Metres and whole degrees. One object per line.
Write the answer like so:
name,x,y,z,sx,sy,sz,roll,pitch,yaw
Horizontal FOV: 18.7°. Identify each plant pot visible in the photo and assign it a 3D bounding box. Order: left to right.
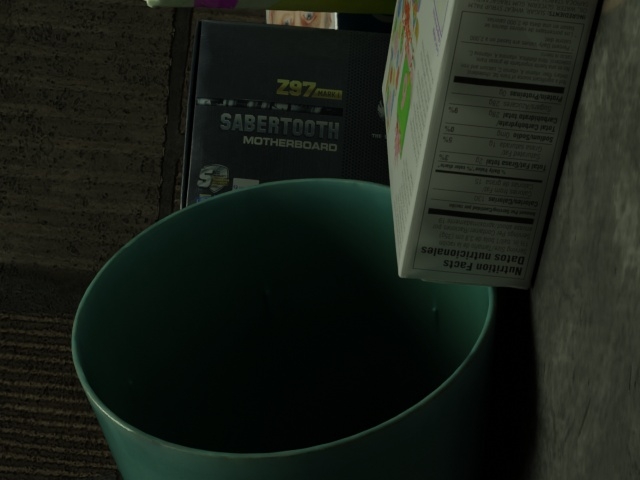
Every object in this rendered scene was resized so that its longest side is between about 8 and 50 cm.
plant pot,-0.009,0.134,1.390,0.293,0.293,0.235,-92,-7,-52

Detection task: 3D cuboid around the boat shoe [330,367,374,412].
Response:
boat shoe,0.047,0.097,1.683,0.324,0.123,0.116,-71,-16,-75

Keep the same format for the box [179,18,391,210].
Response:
box,0.001,-0.088,1.664,0.059,0.233,0.183,104,171,-72

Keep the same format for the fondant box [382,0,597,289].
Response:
fondant box,0.113,-0.169,1.293,0.238,0.096,0.330,-92,10,-54

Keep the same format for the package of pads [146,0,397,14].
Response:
package of pads,-0.006,-0.309,1.617,0.101,0.296,0.229,-137,51,-57

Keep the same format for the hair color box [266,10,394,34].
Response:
hair color box,0.022,-0.272,1.814,0.174,0.105,0.347,176,90,-68
